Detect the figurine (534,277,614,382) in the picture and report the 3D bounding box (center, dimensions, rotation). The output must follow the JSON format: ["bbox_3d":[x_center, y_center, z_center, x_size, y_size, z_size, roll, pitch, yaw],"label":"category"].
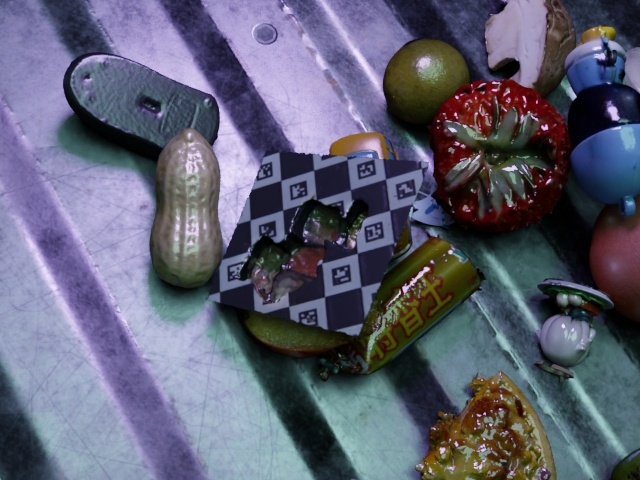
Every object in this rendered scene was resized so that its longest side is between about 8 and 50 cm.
[{"bbox_3d":[0.401,0.152,1.652,0.132,0.132,0.154,19,79,-3],"label":"figurine"}]

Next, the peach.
[{"bbox_3d":[-0.005,0.109,1.557,0.279,0.068,0.189,20,66,40],"label":"peach"}]

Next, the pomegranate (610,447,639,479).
[{"bbox_3d":[0.494,0.402,1.549,0.191,0.131,0.152,-16,74,-9],"label":"pomegranate"}]

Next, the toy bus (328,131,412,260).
[{"bbox_3d":[0.077,-0.076,1.650,0.126,0.136,0.210,-10,69,8],"label":"toy bus"}]

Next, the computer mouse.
[{"bbox_3d":[-0.301,-0.219,1.680,0.269,0.086,0.138,22,76,-17],"label":"computer mouse"}]

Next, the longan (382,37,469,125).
[{"bbox_3d":[0.190,-0.272,1.779,0.154,0.176,0.145,-18,27,7],"label":"longan"}]

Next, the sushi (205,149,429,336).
[{"bbox_3d":[0.000,0.000,1.552,0.293,0.059,0.292,10,68,31],"label":"sushi"}]

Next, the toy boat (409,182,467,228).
[{"bbox_3d":[0.183,-0.053,1.742,0.149,0.034,0.105,43,63,-5],"label":"toy boat"}]

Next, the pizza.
[{"bbox_3d":[0.257,0.340,1.554,0.228,0.081,0.290,-4,70,-12],"label":"pizza"}]

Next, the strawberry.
[{"bbox_3d":[0.312,-0.140,1.711,0.260,0.257,0.261,-1,88,14],"label":"strawberry"}]

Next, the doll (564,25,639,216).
[{"bbox_3d":[0.471,-0.187,1.626,0.141,0.177,0.314,-4,73,-1],"label":"doll"}]

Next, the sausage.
[{"bbox_3d":[0.108,0.117,1.600,0.317,0.117,0.125,-36,69,-22],"label":"sausage"}]

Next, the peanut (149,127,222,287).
[{"bbox_3d":[-0.213,-0.050,1.600,0.123,0.123,0.257,2,77,-10],"label":"peanut"}]

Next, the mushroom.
[{"bbox_3d":[0.408,-0.371,1.874,0.151,0.156,0.286,17,63,-35],"label":"mushroom"}]

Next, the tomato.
[{"bbox_3d":[0.580,0.017,1.675,0.255,0.224,0.256,1,88,-22],"label":"tomato"}]

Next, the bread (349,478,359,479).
[{"bbox_3d":[0.071,0.467,1.413,0.133,0.179,0.250,8,73,-16],"label":"bread"}]

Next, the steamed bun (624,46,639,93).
[{"bbox_3d":[0.607,-0.206,1.789,0.282,0.177,0.283,17,40,-15],"label":"steamed bun"}]
